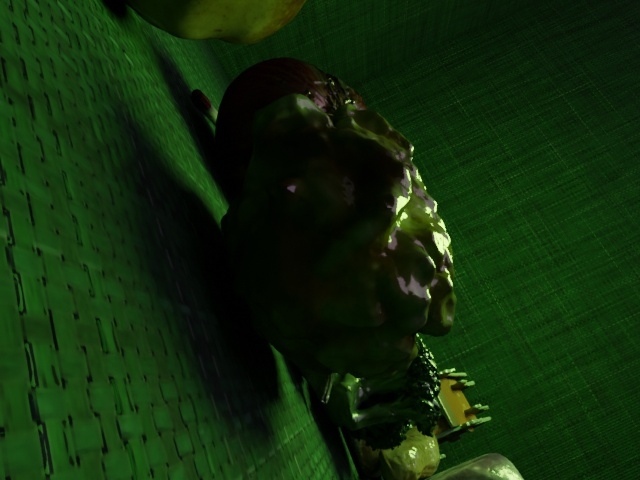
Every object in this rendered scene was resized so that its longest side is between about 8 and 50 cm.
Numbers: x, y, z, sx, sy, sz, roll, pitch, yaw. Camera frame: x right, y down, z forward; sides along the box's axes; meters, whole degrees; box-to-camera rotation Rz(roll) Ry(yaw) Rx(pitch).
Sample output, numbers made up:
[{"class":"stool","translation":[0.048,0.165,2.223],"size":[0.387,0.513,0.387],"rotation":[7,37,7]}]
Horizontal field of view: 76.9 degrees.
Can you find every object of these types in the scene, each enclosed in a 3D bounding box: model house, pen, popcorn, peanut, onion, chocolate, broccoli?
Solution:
[{"class":"model house","translation":[0.310,0.523,1.125],"size":[0.358,0.312,0.243],"rotation":[103,-28,-48]},{"class":"pen","translation":[-0.257,-0.302,0.950],"size":[0.239,0.028,0.028],"rotation":[-134,-160,-89]},{"class":"popcorn","translation":[0.018,0.003,0.516],"size":[0.274,0.279,0.336],"rotation":[12,40,-36]},{"class":"peanut","translation":[0.184,0.432,0.816],"size":[0.214,0.099,0.100],"rotation":[24,36,-53]},{"class":"onion","translation":[-0.042,-0.196,0.844],"size":[0.353,0.353,0.354],"rotation":[155,-90,-90]},{"class":"chocolate","translation":[0.117,0.451,0.957],"size":[0.185,0.100,0.303],"rotation":[62,-5,30]},{"class":"broccoli","translation":[0.087,0.254,0.754],"size":[0.241,0.261,0.270],"rotation":[-20,89,-51]}]

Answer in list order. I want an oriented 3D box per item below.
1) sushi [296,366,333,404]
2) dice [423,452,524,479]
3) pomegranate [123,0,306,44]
[{"class":"sushi","translation":[-0.020,0.144,0.705],"size":[0.109,0.134,0.273],"rotation":[44,28,-21]},{"class":"dice","translation":[0.267,0.556,0.700],"size":[0.270,0.270,0.272],"rotation":[64,1,-58]},{"class":"pomegranate","translation":[-0.153,-0.444,0.549],"size":[0.332,0.332,0.333],"rotation":[155,-90,-90]}]
